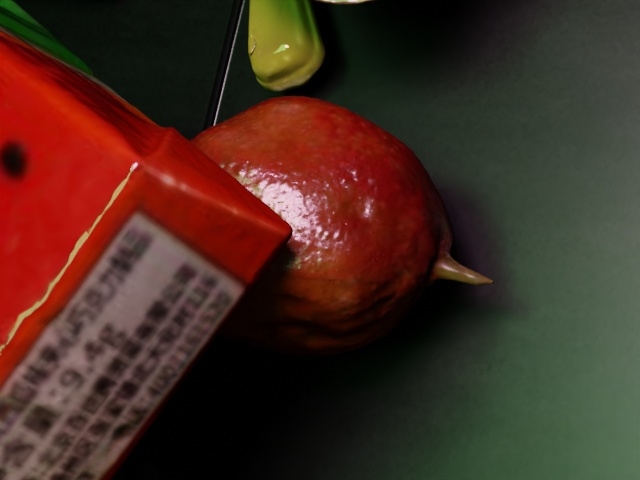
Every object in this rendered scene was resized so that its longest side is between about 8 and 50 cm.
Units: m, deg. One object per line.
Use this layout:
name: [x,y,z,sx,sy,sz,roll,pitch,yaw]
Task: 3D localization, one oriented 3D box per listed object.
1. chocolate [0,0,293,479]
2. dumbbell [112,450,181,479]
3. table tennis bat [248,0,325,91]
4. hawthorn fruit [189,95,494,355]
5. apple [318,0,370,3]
chocolate: [-0.256,0.023,0.956,0.341,0.161,0.360,36,89,31]
dumbbell: [-0.218,0.106,1.119,0.203,0.203,0.323,-22,65,25]
table tennis bat: [-0.045,-0.292,1.228,0.224,0.054,0.369,-17,63,26]
hawthorn fruit: [0.000,0.000,1.036,0.251,0.189,0.190,16,84,28]
apple: [0.063,-0.309,1.092,0.293,0.163,0.251,-27,83,14]
